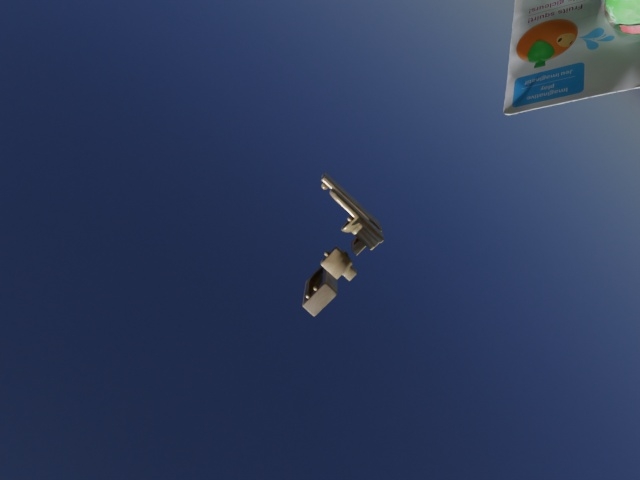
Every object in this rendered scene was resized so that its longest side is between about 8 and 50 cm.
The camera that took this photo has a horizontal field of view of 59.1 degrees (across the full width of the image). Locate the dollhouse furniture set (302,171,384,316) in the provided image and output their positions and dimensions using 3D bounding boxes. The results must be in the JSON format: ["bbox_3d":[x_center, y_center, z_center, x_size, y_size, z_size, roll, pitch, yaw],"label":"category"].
[{"bbox_3d":[0.000,0.000,0.863,0.123,0.151,0.144,43,-168,-9],"label":"dollhouse furniture set"}]

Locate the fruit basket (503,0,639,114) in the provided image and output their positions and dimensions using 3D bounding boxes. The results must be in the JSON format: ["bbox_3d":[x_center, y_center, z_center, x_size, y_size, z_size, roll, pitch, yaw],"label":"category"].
[{"bbox_3d":[0.338,-0.285,0.513,0.165,0.327,0.353,51,-133,-41],"label":"fruit basket"}]
